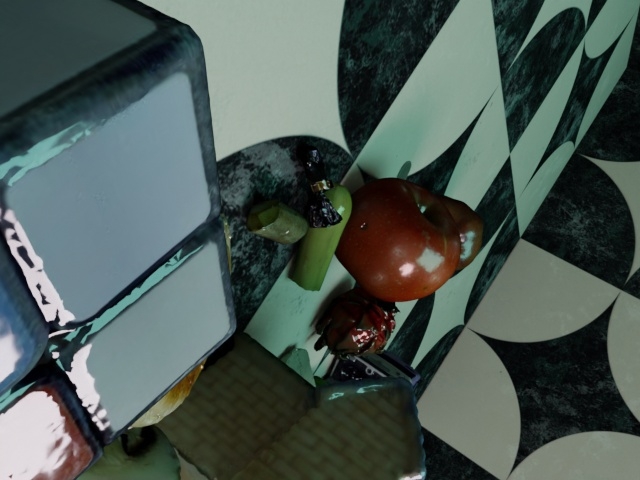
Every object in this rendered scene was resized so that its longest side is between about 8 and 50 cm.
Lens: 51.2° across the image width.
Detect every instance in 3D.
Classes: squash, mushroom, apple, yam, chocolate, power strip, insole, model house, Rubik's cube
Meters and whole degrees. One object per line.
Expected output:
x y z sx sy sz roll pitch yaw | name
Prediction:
0.000 0.000 1.287 0.083 0.083 0.250 -29 144 -48 | squash
-0.333 0.345 0.922 0.164 0.189 0.267 -48 160 11 | mushroom
0.152 -0.001 1.367 0.216 0.260 0.260 -44 163 26 | apple
-0.075 -0.034 1.123 0.069 0.070 0.146 -60 155 2 | yam
-0.002 -0.095 1.161 0.072 0.070 0.147 -112 -164 -67 | chocolate
-0.043 0.354 1.546 0.080 0.029 0.226 -27 109 -45 | power strip
0.163 -0.084 1.592 0.080 0.003 0.231 3 115 -63 | insole
-0.040 0.410 1.236 0.400 0.446 0.394 -40 148 -37 | model house
-0.279 -0.005 0.465 0.316 0.318 0.313 -42 152 -31 | Rubik's cube

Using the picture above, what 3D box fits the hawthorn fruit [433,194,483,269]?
0.317 -0.031 1.746 0.248 0.208 0.208 -65 176 -68 | hawthorn fruit

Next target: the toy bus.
0.099 0.508 1.901 0.249 0.209 0.439 -13 130 -60 | toy bus

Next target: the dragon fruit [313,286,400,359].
0.091 0.197 1.585 0.182 0.182 0.188 69 37 -60 | dragon fruit

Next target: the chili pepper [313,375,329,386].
-0.068 0.508 1.636 0.385 0.168 0.213 -40 148 -34 | chili pepper

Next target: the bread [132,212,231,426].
-0.216 0.081 0.832 0.305 0.159 0.305 22 90 -82 | bread
